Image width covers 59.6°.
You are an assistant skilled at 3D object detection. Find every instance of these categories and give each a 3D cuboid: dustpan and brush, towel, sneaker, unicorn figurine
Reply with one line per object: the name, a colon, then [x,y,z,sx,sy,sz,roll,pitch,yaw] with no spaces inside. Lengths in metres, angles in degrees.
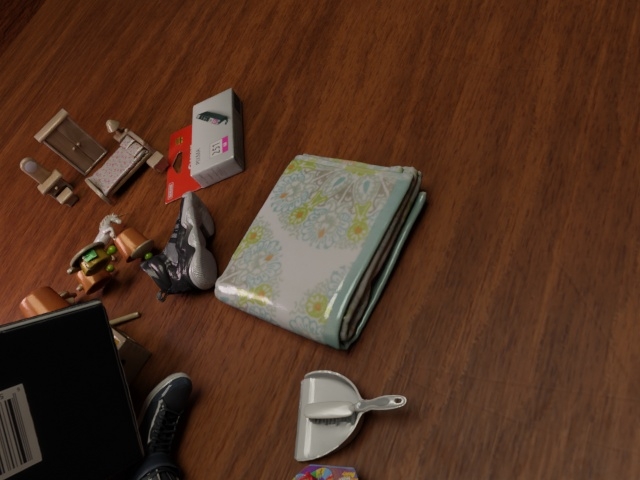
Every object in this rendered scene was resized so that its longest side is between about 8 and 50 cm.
dustpan and brush: [0.044,0.270,0.891,0.211,0.060,0.147,-12,54,23]
towel: [0.000,0.000,1.091,0.321,0.090,0.374,14,67,39]
sneaker: [-0.323,0.011,1.253,0.153,0.101,0.268,-23,53,11]
unicorn figurine: [-0.542,-0.005,1.419,0.111,0.060,0.162,31,77,40]
sneaker: [-0.271,0.361,0.986,0.164,0.086,0.226,24,78,46]

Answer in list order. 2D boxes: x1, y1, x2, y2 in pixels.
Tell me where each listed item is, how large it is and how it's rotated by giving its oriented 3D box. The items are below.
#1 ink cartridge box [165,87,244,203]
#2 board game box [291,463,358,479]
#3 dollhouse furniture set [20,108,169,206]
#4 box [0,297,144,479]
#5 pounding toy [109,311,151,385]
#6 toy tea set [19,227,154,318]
ink cartridge box: [-0.317,-0.251,1.463,0.239,0.060,0.274,-20,51,15]
board game box: [-0.020,0.384,0.821,0.169,0.033,0.133,-18,31,45]
dollhouse furniture set: [-0.643,-0.212,1.539,0.303,0.174,0.356,-50,47,-8]
box: [-0.638,0.315,0.871,0.472,0.480,0.297,-13,91,34]
pounding toy: [-0.470,0.215,1.202,0.206,0.094,0.181,22,71,38]
toy tea set: [-0.521,0.110,1.285,0.336,0.200,0.124,-42,86,-1]
